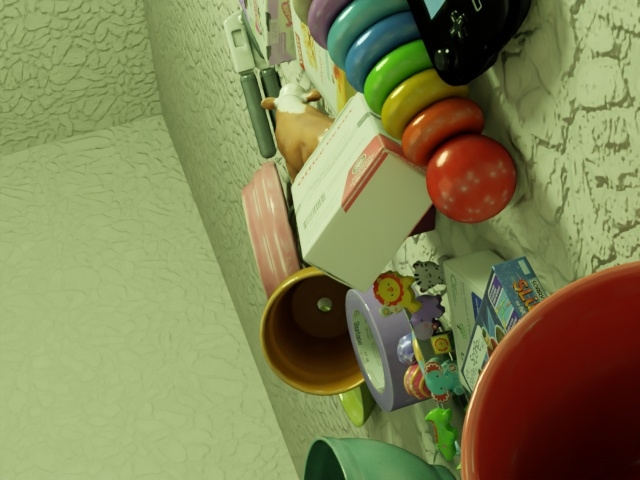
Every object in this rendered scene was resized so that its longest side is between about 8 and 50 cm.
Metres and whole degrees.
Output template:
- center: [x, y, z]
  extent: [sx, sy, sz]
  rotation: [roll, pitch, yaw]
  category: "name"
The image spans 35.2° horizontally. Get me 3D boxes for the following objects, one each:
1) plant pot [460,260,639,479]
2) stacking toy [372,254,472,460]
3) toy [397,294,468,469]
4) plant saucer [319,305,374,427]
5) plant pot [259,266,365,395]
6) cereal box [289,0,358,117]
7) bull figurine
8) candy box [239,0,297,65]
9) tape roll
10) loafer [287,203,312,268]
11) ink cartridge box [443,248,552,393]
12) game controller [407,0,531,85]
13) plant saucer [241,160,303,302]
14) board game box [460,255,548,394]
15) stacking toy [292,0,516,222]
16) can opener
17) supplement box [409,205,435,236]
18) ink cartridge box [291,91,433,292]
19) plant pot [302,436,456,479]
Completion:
- center: [0.230, 0.188, 0.632]
  extent: [0.243, 0.275, 0.275]
  rotation: [73, 173, -51]
  category: "plant pot"
- center: [0.134, 0.129, 1.195]
  extent: [0.167, 0.052, 0.221]
  rotation: [-20, -86, -66]
  category: "stacking toy"
- center: [0.142, 0.184, 1.302]
  extent: [0.237, 0.056, 0.137]
  rotation: [66, -165, 17]
  category: "toy"
- center: [0.054, 0.236, 1.927]
  extent: [0.241, 0.037, 0.241]
  rotation: [165, 90, -78]
  category: "plant saucer"
- center: [0.006, 0.130, 1.679]
  extent: [0.188, 0.205, 0.205]
  rotation: [-91, -12, -79]
  category: "plant pot"
- center: [0.012, -0.283, 1.425]
  extent: [0.240, 0.047, 0.173]
  rotation: [-122, 20, -51]
  category: "cereal box"
- center: [-0.007, -0.137, 1.583]
  extent: [0.310, 0.101, 0.188]
  rotation: [-130, 23, -67]
  category: "bull figurine"
- center: [-0.085, -0.412, 1.639]
  extent: [0.165, 0.070, 0.196]
  rotation: [94, 157, -57]
  category: "candy box"
- center: [0.106, 0.151, 1.488]
  extent: [0.189, 0.080, 0.189]
  rotation: [165, 90, -78]
  category: "tape roll"
- center: [0.000, 0.000, 1.797]
  extent: [0.220, 0.080, 0.078]
  rotation: [75, 168, -56]
  category: "loafer"
- center: [0.222, 0.140, 1.000]
  extent: [0.332, 0.065, 0.165]
  rotation: [-128, 25, -64]
  category: "ink cartridge box"
- center: [0.104, -0.309, 0.946]
  extent: [0.166, 0.067, 0.319]
  rotation: [114, 138, -71]
  category: "game controller"
- center: [-0.089, 0.009, 2.021]
  extent: [0.332, 0.084, 0.332]
  rotation: [166, 90, -89]
  category: "plant saucer"
- center: [0.183, 0.125, 0.922]
  extent: [0.201, 0.035, 0.136]
  rotation: [92, 158, -57]
  category: "board game box"
- center: [0.095, -0.158, 1.050]
  extent: [0.141, 0.141, 0.330]
  rotation: [100, 147, -64]
  category: "stacking toy"
- center: [-0.110, -0.295, 1.891]
  extent: [0.095, 0.076, 0.283]
  rotation: [-156, 51, -75]
  category: "can opener"
- center: [0.106, -0.047, 1.295]
  extent: [0.043, 0.055, 0.083]
  rotation: [87, 161, -47]
  category: "supplement box"
- center: [0.047, -0.062, 1.179]
  extent: [0.158, 0.092, 0.218]
  rotation: [-54, 20, 18]
  category: "ink cartridge box"
- center: [0.104, 0.434, 1.518]
  extent: [0.293, 0.196, 0.293]
  rotation: [178, 90, -73]
  category: "plant pot"
